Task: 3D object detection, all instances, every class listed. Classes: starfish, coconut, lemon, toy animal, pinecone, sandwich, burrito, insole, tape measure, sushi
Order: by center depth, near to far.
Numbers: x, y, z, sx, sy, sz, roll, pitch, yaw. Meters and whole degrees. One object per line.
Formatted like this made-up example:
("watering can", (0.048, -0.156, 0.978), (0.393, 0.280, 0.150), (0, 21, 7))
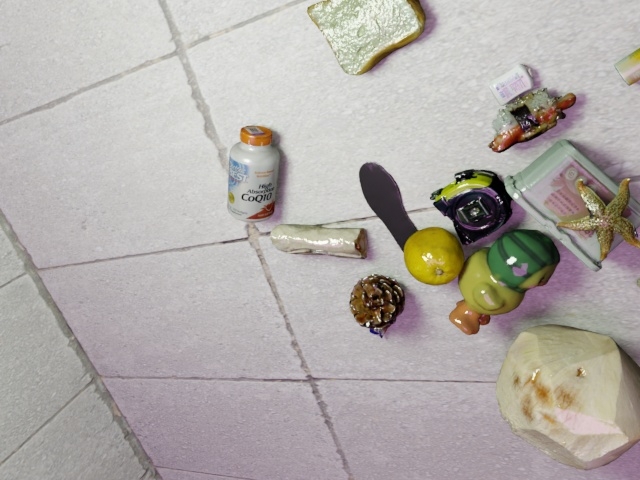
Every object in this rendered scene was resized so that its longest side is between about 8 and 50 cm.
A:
("starfish", (0.646, -0.049, 1.158), (0.176, 0.053, 0.208), (-15, 95, 25))
("sushi", (0.512, -0.305, 1.226), (0.226, 0.097, 0.103), (-27, 111, 19))
("sandwich", (0.120, -0.568, 1.264), (0.251, 0.087, 0.226), (-26, 105, 34))
("tape measure", (0.428, -0.100, 1.373), (0.186, 0.112, 0.199), (-35, 100, 33))
("coconut", (0.708, 0.419, 1.391), (0.416, 0.344, 0.414), (13, 125, 20))
("toy animal", (0.505, 0.100, 1.400), (0.191, 0.216, 0.338), (53, 127, 23))
("lemon", (0.327, 0.043, 1.441), (0.170, 0.207, 0.169), (-2, 114, -6))
("insole", (0.224, -0.091, 1.534), (0.119, 0.009, 0.348), (-26, 104, 35))
("pinecone", (0.180, 0.205, 1.601), (0.179, 0.204, 0.184), (18, 107, 11))
("burrito", (-0.001, 0.000, 1.617), (0.300, 0.143, 0.105), (5, 87, 18))

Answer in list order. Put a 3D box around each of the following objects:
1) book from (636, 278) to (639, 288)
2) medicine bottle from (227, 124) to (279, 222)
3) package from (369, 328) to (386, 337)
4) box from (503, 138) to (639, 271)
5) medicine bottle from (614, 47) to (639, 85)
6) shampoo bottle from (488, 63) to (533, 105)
("book", (1.060, 0.185, 1.281), (0.371, 0.043, 0.260), (47, 127, -6))
("medicine bottle", (-0.213, -0.213, 1.574), (0.157, 0.157, 0.288), (19, 124, 15))
("package", (0.213, 0.291, 1.741), (0.077, 0.033, 0.110), (33, 115, 34))
("box", (0.642, -0.101, 1.245), (0.312, 0.175, 0.182), (40, 117, -1))
("medicine bottle", (0.756, -0.424, 1.061), (0.218, 0.074, 0.074), (-35, 99, 37))
("shampoo bottle", (0.476, -0.389, 1.225), (0.099, 0.043, 0.072), (-29, 103, 34))
